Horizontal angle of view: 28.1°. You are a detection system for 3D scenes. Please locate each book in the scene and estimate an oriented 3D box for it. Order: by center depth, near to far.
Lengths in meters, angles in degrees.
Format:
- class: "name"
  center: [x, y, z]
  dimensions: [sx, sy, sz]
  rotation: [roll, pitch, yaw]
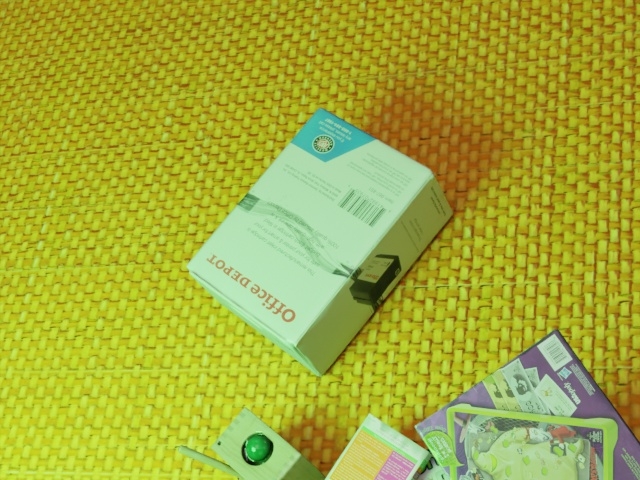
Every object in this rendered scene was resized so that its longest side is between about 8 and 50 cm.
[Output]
- class: "book"
  center: [0.062, 0.306, 1.622]
  dimensions: [0.096, 0.035, 0.144]
  rotation: [30, 76, 29]

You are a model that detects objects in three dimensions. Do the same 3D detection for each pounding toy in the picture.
- class: "pounding toy"
  center: [-0.087, 0.292, 1.666]
  dimensions: [0.130, 0.141, 0.100]
  rotation: [35, 80, 33]

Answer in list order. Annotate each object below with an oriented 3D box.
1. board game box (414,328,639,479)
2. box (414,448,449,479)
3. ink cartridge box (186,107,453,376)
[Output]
- class: "board game box"
  center: [0.287, 0.300, 1.462]
  dimensions: [0.208, 0.056, 0.347]
  rotation: [-34, 73, 3]
- class: "box"
  center: [0.142, 0.325, 1.622]
  dimensions: [0.207, 0.036, 0.114]
  rotation: [-25, 56, 7]
- class: "ink cartridge box"
  center: [0.000, 0.000, 1.801]
  dimensions: [0.223, 0.129, 0.307]
  rotation: [33, 78, 32]
